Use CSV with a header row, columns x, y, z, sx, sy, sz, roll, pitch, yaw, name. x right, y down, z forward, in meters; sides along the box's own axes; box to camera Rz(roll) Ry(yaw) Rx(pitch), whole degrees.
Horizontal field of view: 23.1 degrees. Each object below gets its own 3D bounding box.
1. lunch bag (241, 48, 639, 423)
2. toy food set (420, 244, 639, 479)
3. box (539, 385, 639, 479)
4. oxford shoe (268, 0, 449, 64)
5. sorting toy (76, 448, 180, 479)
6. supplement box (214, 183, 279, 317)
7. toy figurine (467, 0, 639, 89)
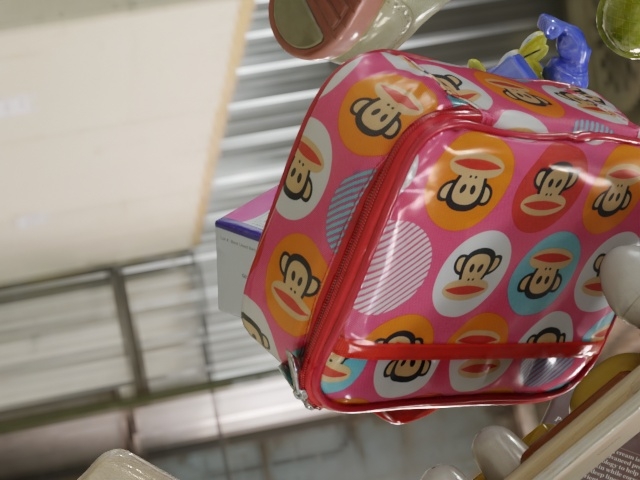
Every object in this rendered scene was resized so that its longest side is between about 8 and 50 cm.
x,y,z,sx,sy,sz,roll,pitch,yaw,name
0.090,0.015,1.058,0.120,0.293,0.258,42,-61,40,lunch bag
0.162,0.101,1.037,0.092,0.306,0.220,51,7,15,toy food set
0.302,0.284,1.689,0.203,0.168,0.167,-57,159,-36,box
0.113,-0.325,1.449,0.397,0.146,0.140,-46,-120,26,oxford shoe
-0.123,0.251,1.118,0.208,0.193,0.038,-46,-161,38,sorting toy
0.000,0.000,1.647,0.111,0.220,0.114,20,-55,31,supplement box
0.223,-0.122,1.508,0.191,0.362,0.217,60,30,8,toy figurine
